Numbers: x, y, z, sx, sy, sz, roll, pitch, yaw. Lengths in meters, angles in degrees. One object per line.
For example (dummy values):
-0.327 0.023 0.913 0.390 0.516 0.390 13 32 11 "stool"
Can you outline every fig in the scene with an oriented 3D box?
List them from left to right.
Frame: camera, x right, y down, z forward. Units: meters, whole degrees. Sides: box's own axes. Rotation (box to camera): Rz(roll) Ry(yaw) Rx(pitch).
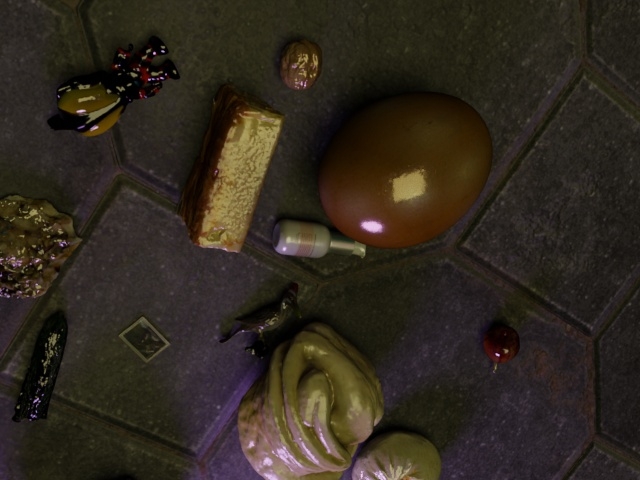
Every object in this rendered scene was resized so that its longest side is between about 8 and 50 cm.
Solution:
0.419 0.258 1.867 0.089 0.089 0.125 -7 139 -15 "fig"

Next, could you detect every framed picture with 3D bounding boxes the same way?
-0.362 0.204 1.633 0.066 0.006 0.089 -38 116 0 "framed picture"

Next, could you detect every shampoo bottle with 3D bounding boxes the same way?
0.000 0.000 1.631 0.192 0.074 0.074 6 108 -20 "shampoo bottle"

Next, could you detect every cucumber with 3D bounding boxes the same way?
-0.547 0.257 1.564 0.067 0.067 0.245 15 107 -22 "cucumber"

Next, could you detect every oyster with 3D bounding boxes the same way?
-0.570 0.012 1.459 0.223 0.083 0.214 -47 119 -3 "oyster"

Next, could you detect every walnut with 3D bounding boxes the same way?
-0.036 -0.333 1.492 0.079 0.082 0.096 -16 125 -46 "walnut"

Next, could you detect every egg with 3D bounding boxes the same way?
0.162 -0.137 1.513 0.351 0.282 0.282 -34 116 -6 "egg"

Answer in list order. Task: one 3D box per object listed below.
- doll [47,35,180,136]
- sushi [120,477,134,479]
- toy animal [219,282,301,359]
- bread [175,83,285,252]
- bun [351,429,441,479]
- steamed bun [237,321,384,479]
-0.373 -0.264 1.408 0.249 0.088 0.127 -30 116 -8 "doll"
-0.437 0.701 1.641 0.294 0.299 0.281 -40 101 3 "sushi"
-0.113 0.169 1.666 0.105 0.070 0.202 43 93 8 "toy animal"
-0.172 -0.136 1.467 0.114 0.185 0.274 15 106 -26 "bread"
0.188 0.552 1.870 0.222 0.127 0.222 -7 113 -17 "bun"
-0.003 0.377 1.677 0.325 0.230 0.372 16 102 -39 "steamed bun"
